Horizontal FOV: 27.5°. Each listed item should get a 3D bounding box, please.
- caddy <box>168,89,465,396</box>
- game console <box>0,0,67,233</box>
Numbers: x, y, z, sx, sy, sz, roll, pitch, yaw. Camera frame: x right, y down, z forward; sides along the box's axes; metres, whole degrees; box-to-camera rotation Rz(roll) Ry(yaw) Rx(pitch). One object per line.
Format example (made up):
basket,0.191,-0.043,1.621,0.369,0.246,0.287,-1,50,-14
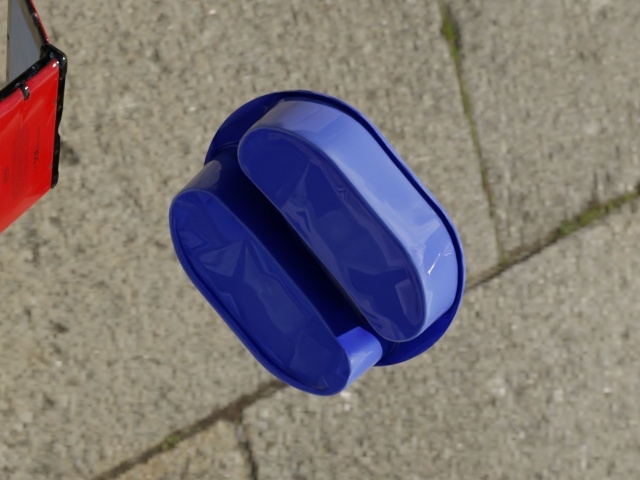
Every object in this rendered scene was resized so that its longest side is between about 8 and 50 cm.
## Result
caddy,0.000,0.000,1.428,0.341,0.241,0.179,51,27,-2
game console,-0.220,-0.088,0.884,0.085,0.144,0.124,35,55,11
